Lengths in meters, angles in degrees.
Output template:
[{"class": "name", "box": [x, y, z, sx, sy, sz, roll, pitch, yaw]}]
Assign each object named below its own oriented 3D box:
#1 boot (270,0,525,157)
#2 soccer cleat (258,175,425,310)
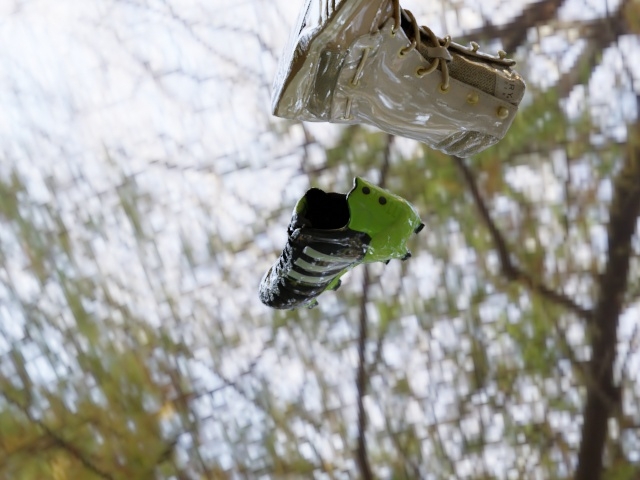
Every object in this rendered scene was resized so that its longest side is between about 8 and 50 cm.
[{"class": "boot", "box": [0.085, -0.166, 1.552, 0.203, 0.262, 0.095, 15, -124, -11]}, {"class": "soccer cleat", "box": [0.000, 0.000, 1.299, 0.179, 0.072, 0.060, -29, -150, 50]}]
